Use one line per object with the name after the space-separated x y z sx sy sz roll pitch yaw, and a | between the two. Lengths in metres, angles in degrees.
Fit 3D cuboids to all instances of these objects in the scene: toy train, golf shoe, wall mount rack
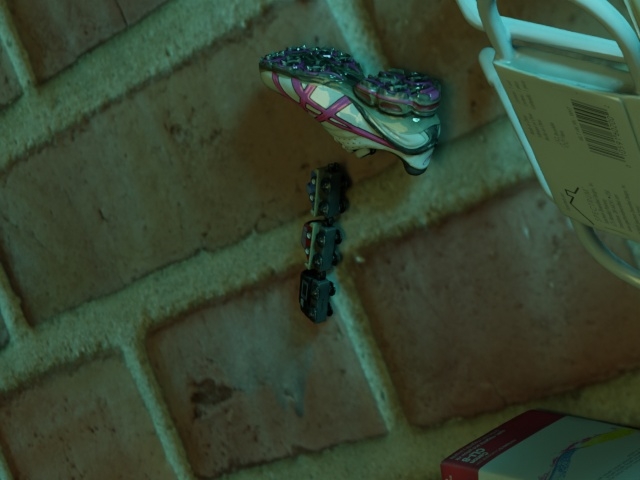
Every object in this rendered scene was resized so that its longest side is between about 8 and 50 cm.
0.000 0.000 1.544 0.036 0.027 0.158 36 130 44 | toy train
0.018 -0.110 1.451 0.186 0.067 0.086 23 122 37 | golf shoe
0.176 -0.113 1.184 0.304 0.130 0.350 21 156 35 | wall mount rack

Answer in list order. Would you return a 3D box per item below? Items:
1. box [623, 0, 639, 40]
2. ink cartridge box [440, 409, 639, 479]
0.321 -0.143 0.954 0.148 0.311 0.121 -25 87 48 | box
0.204 0.222 1.349 0.176 0.127 0.128 6 110 43 | ink cartridge box
